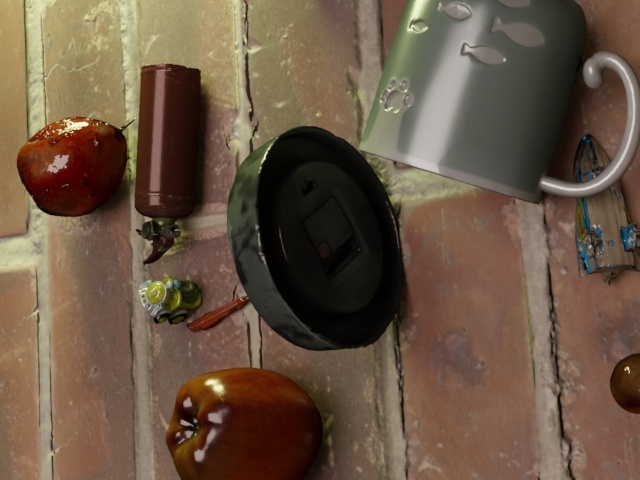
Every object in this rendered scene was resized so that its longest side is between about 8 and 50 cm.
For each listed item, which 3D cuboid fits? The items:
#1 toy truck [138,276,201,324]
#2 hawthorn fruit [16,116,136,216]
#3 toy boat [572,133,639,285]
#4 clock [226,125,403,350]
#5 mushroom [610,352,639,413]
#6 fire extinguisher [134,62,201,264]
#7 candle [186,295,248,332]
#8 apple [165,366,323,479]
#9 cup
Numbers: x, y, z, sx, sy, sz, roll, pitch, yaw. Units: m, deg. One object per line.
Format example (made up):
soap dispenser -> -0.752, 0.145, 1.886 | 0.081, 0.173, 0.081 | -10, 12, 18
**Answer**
toy truck -> -0.250, 0.092, 1.893 | 0.077, 0.111, 0.076 | -32, 70, 21
hawthorn fruit -> -0.422, -0.151, 2.000 | 0.235, 0.181, 0.181 | -39, 66, 15
toy boat -> 0.375, -0.047, 1.513 | 0.084, 0.066, 0.210 | -6, 71, 0
clock -> 0.000, 0.000, 1.606 | 0.067, 0.325, 0.325 | -18, 76, 38
mushroom -> 0.429, 0.200, 1.448 | 0.088, 0.073, 0.130 | -30, 69, -4
fire extinguisher -> -0.273, -0.125, 1.938 | 0.147, 0.106, 0.337 | -1, 85, 59
candle -> -0.153, 0.114, 1.879 | 0.167, 0.021, 0.026 | -29, 97, 27
apple -> -0.120, 0.302, 1.724 | 0.234, 0.234, 0.234 | -3, 84, 34
cup -> 0.254, -0.200, 1.497 | 0.356, 0.259, 0.275 | 18, 96, 22
